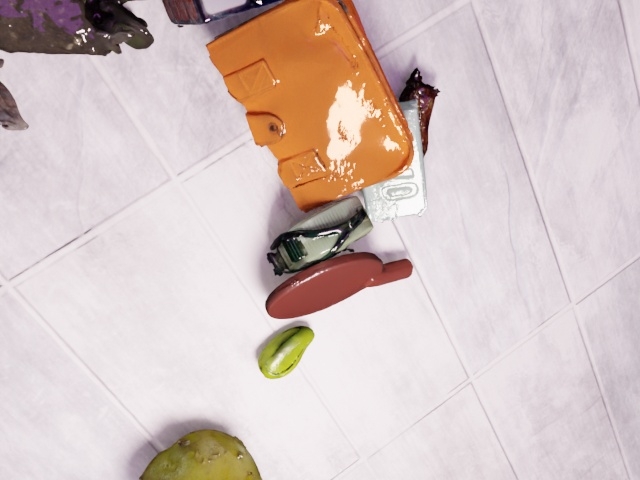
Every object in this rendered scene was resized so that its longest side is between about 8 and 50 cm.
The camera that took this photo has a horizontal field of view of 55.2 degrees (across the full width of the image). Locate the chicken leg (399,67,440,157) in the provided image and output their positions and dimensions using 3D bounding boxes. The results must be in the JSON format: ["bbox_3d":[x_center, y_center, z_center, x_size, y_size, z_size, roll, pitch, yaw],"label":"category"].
[{"bbox_3d":[0.224,-0.286,1.438,0.105,0.063,0.233,0,112,-18],"label":"chicken leg"}]

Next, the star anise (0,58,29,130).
[{"bbox_3d":[-0.622,-0.267,1.029,0.199,0.110,0.257,-20,124,31],"label":"star anise"}]

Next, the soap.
[{"bbox_3d":[0.161,-0.178,1.401,0.150,0.094,0.261,-5,114,15],"label":"soap"}]

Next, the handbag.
[{"bbox_3d":[-0.009,-0.279,1.240,0.304,0.116,0.410,-22,117,17],"label":"handbag"}]

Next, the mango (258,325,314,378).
[{"bbox_3d":[-0.084,0.274,1.515,0.165,0.074,0.091,-40,116,-18],"label":"mango"}]

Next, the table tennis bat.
[{"bbox_3d":[0.056,0.102,1.449,0.415,0.051,0.268,-10,153,-35],"label":"table tennis bat"}]

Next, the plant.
[{"bbox_3d":[-0.427,-0.411,1.035,0.276,0.199,0.188,-6,107,-22],"label":"plant"}]

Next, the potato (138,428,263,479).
[{"bbox_3d":[-0.255,0.607,1.490,0.270,0.219,0.359,-40,127,6],"label":"potato"}]

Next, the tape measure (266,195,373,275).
[{"bbox_3d":[0.000,0.000,1.365,0.235,0.207,0.115,-28,89,-11],"label":"tape measure"}]

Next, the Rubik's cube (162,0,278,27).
[{"bbox_3d":[-0.134,-0.573,1.015,0.337,0.344,0.343,-25,118,-14],"label":"Rubik's cube"}]
